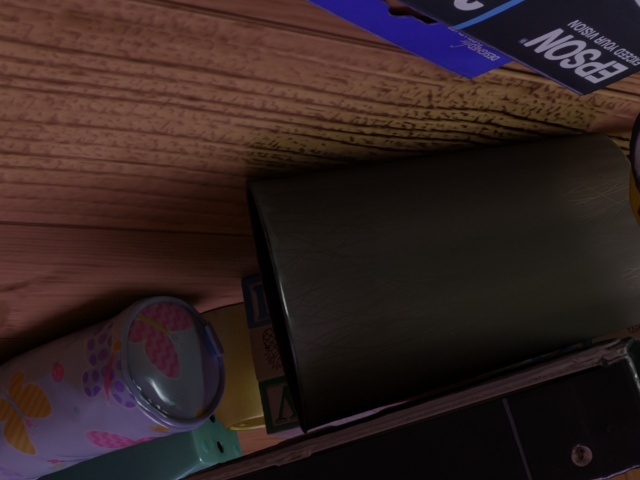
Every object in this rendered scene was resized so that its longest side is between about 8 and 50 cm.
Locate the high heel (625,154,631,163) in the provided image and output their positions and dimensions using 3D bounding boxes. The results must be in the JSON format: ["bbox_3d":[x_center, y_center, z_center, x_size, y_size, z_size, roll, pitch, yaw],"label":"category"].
[{"bbox_3d":[0.353,-0.017,0.785,0.181,0.127,0.377,-40,142,24],"label":"high heel"}]

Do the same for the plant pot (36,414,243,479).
[{"bbox_3d":[-0.211,0.223,1.099,0.234,0.165,0.165,-23,160,15],"label":"plant pot"}]

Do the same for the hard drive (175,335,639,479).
[{"bbox_3d":[0.040,0.139,0.663,0.339,0.064,0.237,-21,171,16],"label":"hard drive"}]

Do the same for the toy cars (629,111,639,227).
[{"bbox_3d":[0.084,-0.127,0.247,0.176,0.087,0.394,-35,135,18],"label":"toy cars"}]

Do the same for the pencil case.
[{"bbox_3d":[-0.207,0.136,0.906,0.273,0.113,0.124,-24,167,35],"label":"pencil case"}]

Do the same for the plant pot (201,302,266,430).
[{"bbox_3d":[-0.060,0.119,0.970,0.134,0.095,0.134,-10,161,-4],"label":"plant pot"}]

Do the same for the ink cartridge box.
[{"bbox_3d":[0.101,-0.116,0.437,0.208,0.045,0.206,-22,160,34],"label":"ink cartridge box"}]

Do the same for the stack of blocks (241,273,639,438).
[{"bbox_3d":[0.101,0.080,0.830,0.297,0.171,0.087,-16,162,14],"label":"stack of blocks"}]

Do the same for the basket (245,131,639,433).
[{"bbox_3d":[0.080,0.017,0.671,0.227,0.154,0.204,-14,160,-5],"label":"basket"}]
